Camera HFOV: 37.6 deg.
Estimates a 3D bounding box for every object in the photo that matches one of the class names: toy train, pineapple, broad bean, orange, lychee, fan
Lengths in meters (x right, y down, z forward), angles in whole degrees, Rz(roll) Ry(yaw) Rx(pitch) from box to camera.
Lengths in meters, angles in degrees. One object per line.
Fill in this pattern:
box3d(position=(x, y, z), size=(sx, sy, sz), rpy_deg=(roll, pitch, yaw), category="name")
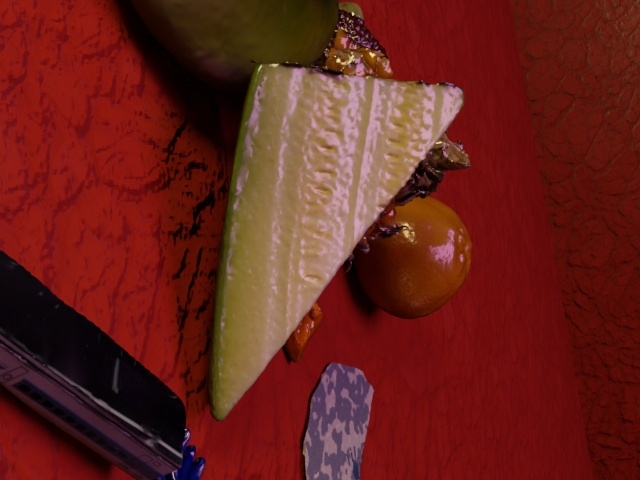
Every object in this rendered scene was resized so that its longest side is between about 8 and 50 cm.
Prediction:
box3d(position=(-0.169, 0.065, 0.555), size=(0.252, 0.048, 0.055), rpy_deg=(51, 25, -40), category="toy train")
box3d(position=(0.053, -0.053, 0.926), size=(0.139, 0.164, 0.249), rpy_deg=(-62, 170, -49), category="pineapple")
box3d(position=(0.037, -0.261, 1.194), size=(0.063, 0.045, 0.083), rpy_deg=(-91, 167, -51), category="broad bean")
box3d(position=(0.113, 0.015, 1.135), size=(0.159, 0.136, 0.158), rpy_deg=(34, 51, -57), category="orange")
box3d(position=(0.015, -0.182, 1.009), size=(0.123, 0.123, 0.129), rpy_deg=(52, 44, -49), category="lychee")
box3d(position=(-0.078, -0.245, 0.809), size=(0.291, 0.119, 0.238), rpy_deg=(41, 54, -53), category="broad bean")
box3d(position=(0.020, 0.203, 0.997), size=(0.240, 0.009, 0.131), rpy_deg=(-53, 129, -61), category="fan")

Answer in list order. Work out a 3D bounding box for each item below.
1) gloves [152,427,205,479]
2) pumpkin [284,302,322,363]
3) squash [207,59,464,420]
box3d(position=(-0.105, 0.179, 0.685), size=(0.064, 0.026, 0.086), rpy_deg=(69, 25, -21), category="gloves")
box3d(position=(-0.021, 0.061, 0.927), size=(0.073, 0.035, 0.101), rpy_deg=(-64, 136, -59), category="pumpkin")
box3d(position=(0.000, 0.000, 0.805), size=(0.111, 0.203, 0.288), rpy_deg=(-171, -95, -67), category="squash")
